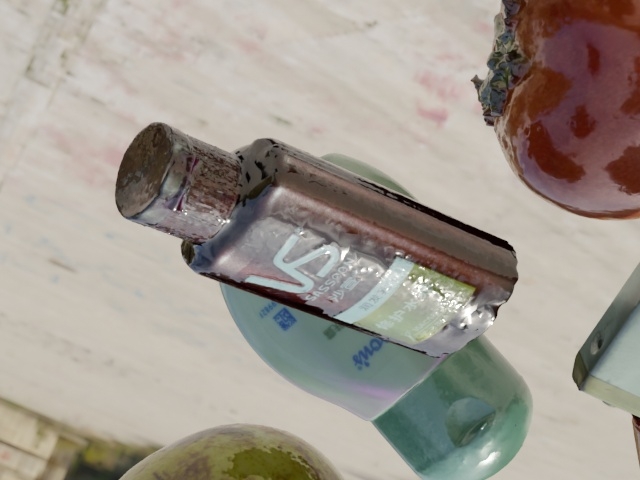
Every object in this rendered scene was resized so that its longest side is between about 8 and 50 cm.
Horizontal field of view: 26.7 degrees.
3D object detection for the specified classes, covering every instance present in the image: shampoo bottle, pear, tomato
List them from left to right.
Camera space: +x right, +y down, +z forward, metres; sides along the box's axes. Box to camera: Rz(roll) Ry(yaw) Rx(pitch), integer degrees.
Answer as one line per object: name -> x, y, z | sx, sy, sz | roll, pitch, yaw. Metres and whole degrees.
pear -> -0.097, 0.317, 1.388 | 0.283, 0.284, 0.283 | 21, 166, 5
shampoo bottle -> 0.000, 0.000, 1.024 | 0.323, 0.084, 0.129 | 23, 127, -36
shampoo bottle -> 0.066, 0.092, 1.344 | 0.349, 0.222, 0.151 | 49, 176, 2
tomato -> 0.324, -0.176, 1.405 | 0.321, 0.321, 0.321 | 21, 166, 5

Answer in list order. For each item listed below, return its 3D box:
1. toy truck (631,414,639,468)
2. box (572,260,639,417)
toy truck -> 0.402, 0.188, 1.279 | 0.265, 0.189, 0.239 | 47, 157, 56
box -> 0.312, 0.057, 0.802 | 0.270, 0.211, 0.045 | 23, -157, -12
